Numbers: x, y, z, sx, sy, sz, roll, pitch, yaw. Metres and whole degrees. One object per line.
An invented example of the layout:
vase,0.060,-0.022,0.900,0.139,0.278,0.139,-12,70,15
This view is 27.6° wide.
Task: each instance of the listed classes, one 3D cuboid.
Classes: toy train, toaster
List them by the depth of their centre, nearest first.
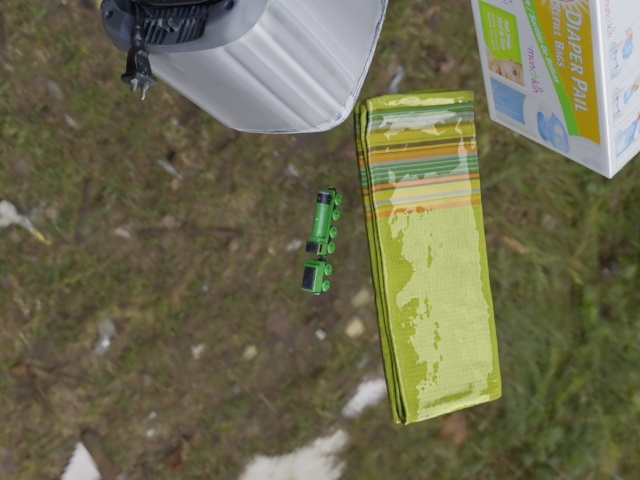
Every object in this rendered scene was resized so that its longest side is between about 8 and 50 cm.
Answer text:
toaster,-0.038,-0.163,0.814,0.146,0.129,0.227,38,59,-51
toy train,0.000,0.000,0.992,0.023,0.017,0.083,5,93,-56

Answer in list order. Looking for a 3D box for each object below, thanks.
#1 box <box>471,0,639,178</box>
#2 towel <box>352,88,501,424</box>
box,0.174,-0.160,0.863,0.103,0.114,0.203,-42,141,-20
towel,0.082,0.009,0.950,0.102,0.021,0.237,-10,97,-28
